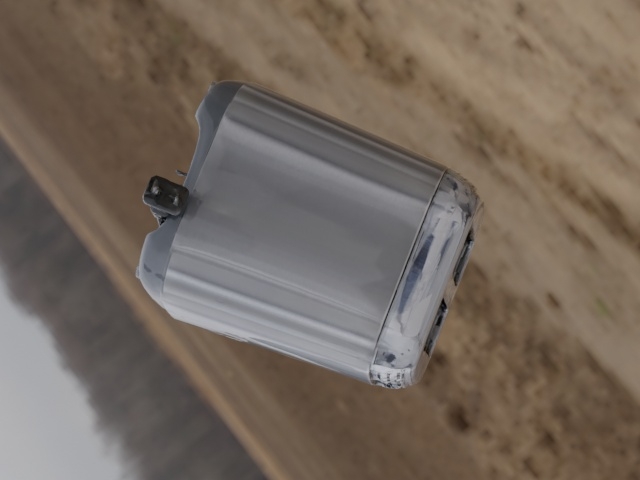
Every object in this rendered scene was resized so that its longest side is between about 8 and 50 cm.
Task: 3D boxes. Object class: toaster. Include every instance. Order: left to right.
[{"bbox_3d":[0.000,0.000,0.973,0.146,0.129,0.227,20,175,7],"label":"toaster"}]
